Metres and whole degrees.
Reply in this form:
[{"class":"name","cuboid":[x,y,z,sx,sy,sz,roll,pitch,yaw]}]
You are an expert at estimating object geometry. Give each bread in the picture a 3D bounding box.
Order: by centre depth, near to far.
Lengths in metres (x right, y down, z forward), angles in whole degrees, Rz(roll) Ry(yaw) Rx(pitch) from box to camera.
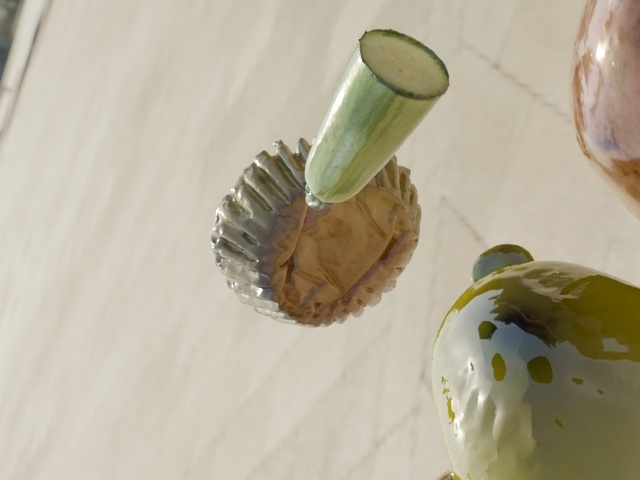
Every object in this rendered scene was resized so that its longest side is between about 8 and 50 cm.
[{"class":"bread","cuboid":[0.000,0.000,2.033,0.149,0.274,0.274,-109,37,-60]}]

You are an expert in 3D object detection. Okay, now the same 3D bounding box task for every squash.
[{"class":"squash","cuboid":[0.035,-0.097,1.547,0.224,0.094,0.094,123,160,-44]}]

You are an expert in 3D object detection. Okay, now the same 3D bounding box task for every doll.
[{"class":"doll","cuboid":[0.219,0.149,1.121,0.348,0.161,0.423,-8,43,29]}]

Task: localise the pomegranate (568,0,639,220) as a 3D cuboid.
[{"class":"pomegranate","cuboid":[0.345,-0.103,1.233,0.338,0.338,0.338,-163,90,-77]}]
